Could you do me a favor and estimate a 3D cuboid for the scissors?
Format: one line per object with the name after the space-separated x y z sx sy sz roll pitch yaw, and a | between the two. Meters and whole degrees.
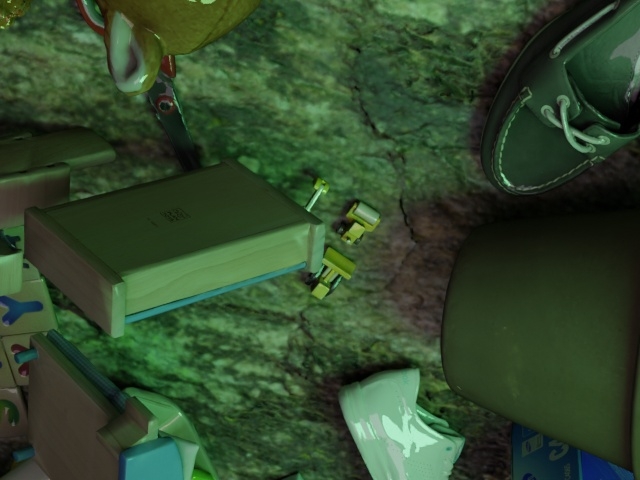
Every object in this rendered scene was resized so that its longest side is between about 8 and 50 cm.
-0.146 -0.133 1.357 0.109 0.021 0.297 -2 118 4 | scissors

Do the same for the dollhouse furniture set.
-0.156 0.091 1.360 0.198 0.286 0.303 -16 126 -34 | dollhouse furniture set

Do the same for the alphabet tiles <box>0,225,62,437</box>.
-0.414 0.078 1.484 0.342 0.011 0.285 -7 120 9 | alphabet tiles

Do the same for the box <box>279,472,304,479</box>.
-0.044 0.299 1.528 0.101 0.087 0.102 -25 113 17 | box

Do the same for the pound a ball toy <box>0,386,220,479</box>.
-0.248 0.273 1.520 0.319 0.208 0.136 -36 66 12 | pound a ball toy

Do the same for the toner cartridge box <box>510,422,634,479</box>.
0.301 0.317 1.463 0.075 0.165 0.348 -32 109 20 | toner cartridge box

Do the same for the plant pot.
0.230 0.072 1.321 0.229 0.263 0.263 9 119 22 | plant pot

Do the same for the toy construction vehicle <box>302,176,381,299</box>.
0.000 0.000 1.399 0.086 0.035 0.098 35 115 -13 | toy construction vehicle

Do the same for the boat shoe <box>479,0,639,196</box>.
0.246 -0.149 1.265 0.112 0.095 0.335 38 114 -14 | boat shoe

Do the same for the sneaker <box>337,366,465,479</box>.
0.096 0.214 1.484 0.094 0.080 0.212 -23 112 3 | sneaker

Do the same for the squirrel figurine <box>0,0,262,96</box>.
-0.218 -0.282 1.176 0.397 0.281 0.370 -23 120 33 | squirrel figurine
